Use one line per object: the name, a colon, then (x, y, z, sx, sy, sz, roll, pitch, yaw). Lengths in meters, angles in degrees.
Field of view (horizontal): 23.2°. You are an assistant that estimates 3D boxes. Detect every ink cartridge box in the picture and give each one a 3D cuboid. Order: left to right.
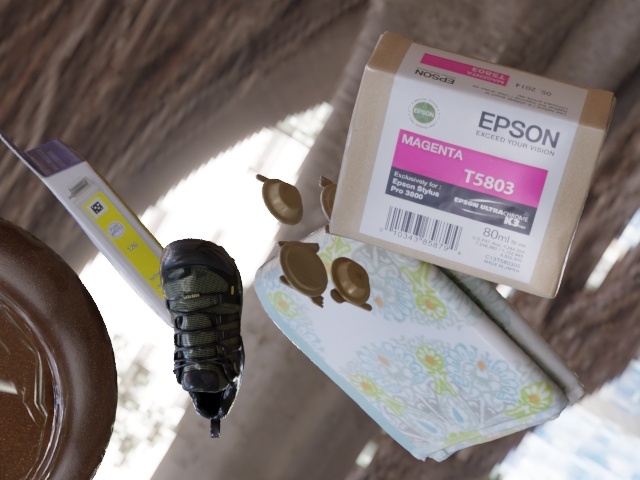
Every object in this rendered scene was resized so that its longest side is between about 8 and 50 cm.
ink cartridge box: (-0.285, -0.046, 1.938, 0.307, 0.072, 0.303, 53, 173, -16)
ink cartridge box: (0.142, -0.072, 1.496, 0.234, 0.193, 0.088, 16, -148, 8)

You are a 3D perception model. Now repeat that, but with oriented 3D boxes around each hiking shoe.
hiking shoe: (-0.116, 0.100, 1.622, 0.114, 0.086, 0.227, -97, -4, -48)

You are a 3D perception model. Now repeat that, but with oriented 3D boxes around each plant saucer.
plant saucer: (-0.316, 0.124, 1.224, 0.310, 0.310, 0.050, 30, -174, -10)

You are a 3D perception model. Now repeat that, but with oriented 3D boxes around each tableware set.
tableware set: (0.000, 0.000, 1.615, 0.141, 0.020, 0.169, 17, -129, -39)

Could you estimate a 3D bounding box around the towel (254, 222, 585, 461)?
towel: (0.120, 0.120, 2.017, 0.374, 0.090, 0.320, 44, 143, -11)
